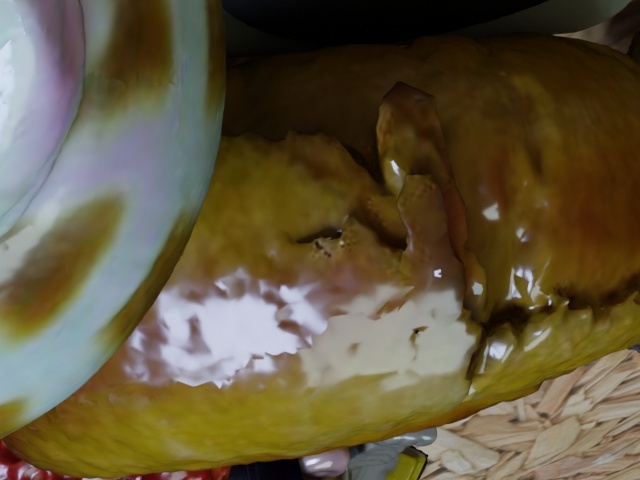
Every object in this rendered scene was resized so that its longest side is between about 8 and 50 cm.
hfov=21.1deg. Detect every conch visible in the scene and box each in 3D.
[{"bbox_3d":[-0.153,-0.054,0.526,0.368,0.249,0.197,-10,-167,43],"label":"conch"}]

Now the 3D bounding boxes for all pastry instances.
[{"bbox_3d":[0.000,0.000,0.752,0.356,0.164,0.356,-12,180,0],"label":"pastry"}]

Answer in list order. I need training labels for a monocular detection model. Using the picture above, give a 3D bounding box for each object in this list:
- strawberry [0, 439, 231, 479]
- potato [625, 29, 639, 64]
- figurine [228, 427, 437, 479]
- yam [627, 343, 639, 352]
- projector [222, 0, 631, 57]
[{"bbox_3d":[-0.130,0.130,1.090,0.244,0.205,0.205,-47,153,15],"label":"strawberry"},{"bbox_3d":[0.227,-0.085,0.946,0.200,0.081,0.164,10,118,-54],"label":"potato"},{"bbox_3d":[-0.047,0.197,1.378,0.308,0.143,0.308,-32,157,-15],"label":"figurine"},{"bbox_3d":[0.180,-0.007,1.073,0.131,0.131,0.279,-25,157,18],"label":"yam"},{"bbox_3d":[0.056,-0.157,0.598,0.257,0.079,0.259,-7,158,-30],"label":"projector"}]
